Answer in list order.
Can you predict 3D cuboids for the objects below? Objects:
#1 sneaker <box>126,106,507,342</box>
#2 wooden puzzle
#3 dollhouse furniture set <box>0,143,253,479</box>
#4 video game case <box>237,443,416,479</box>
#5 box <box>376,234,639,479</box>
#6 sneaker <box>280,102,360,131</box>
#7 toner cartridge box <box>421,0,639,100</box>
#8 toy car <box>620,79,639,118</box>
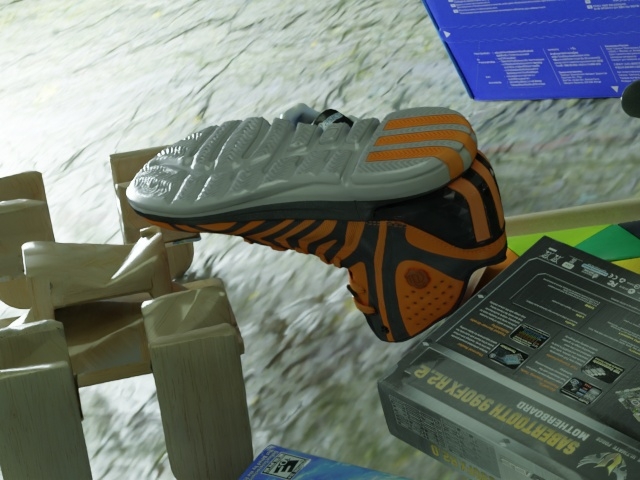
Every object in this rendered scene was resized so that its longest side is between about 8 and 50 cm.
[{"bbox_3d":[0.000,0.000,1.330,0.321,0.180,0.124,0,40,34],"label":"sneaker"},{"bbox_3d":[0.188,0.049,1.270,0.221,0.044,0.238,-8,36,33],"label":"wooden puzzle"},{"bbox_3d":[-0.265,0.132,1.446,0.394,0.256,0.362,-11,29,-8],"label":"dollhouse furniture set"},{"bbox_3d":[-0.022,0.266,1.110,0.244,0.061,0.269,7,46,46],"label":"video game case"},{"bbox_3d":[0.182,0.100,1.095,0.183,0.056,0.231,-39,42,-27],"label":"box"},{"bbox_3d":[0.034,-0.075,1.555,0.085,0.086,0.237,-40,32,-20],"label":"sneaker"},{"bbox_3d":[0.256,-0.214,1.488,0.348,0.165,0.075,3,43,44],"label":"toner cartridge box"},{"bbox_3d":[0.313,-0.088,1.174,0.155,0.188,0.149,-51,23,21],"label":"toy car"}]
